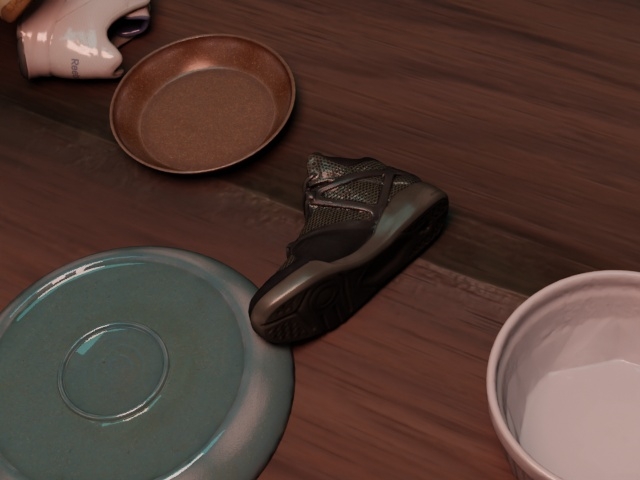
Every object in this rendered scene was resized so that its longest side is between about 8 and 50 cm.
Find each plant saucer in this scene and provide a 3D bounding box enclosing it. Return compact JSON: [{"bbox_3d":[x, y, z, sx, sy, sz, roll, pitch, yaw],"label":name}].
[{"bbox_3d":[-0.182,0.125,1.070,0.317,0.044,0.318,-4,54,6],"label":"plant saucer"},{"bbox_3d":[-0.122,-0.138,1.258,0.198,0.036,0.199,-5,53,6],"label":"plant saucer"}]

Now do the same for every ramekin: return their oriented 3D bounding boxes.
[{"bbox_3d":[0.237,0.137,0.952,0.207,0.109,0.207,-4,53,5],"label":"ramekin"}]

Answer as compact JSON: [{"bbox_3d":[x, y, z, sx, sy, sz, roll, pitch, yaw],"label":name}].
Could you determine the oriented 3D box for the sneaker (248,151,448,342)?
[{"bbox_3d":[0.000,0.000,1.108,0.227,0.087,0.130,-40,56,-23],"label":"sneaker"}]

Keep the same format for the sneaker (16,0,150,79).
[{"bbox_3d":[-0.247,-0.292,1.367,0.129,0.111,0.297,13,61,2],"label":"sneaker"}]

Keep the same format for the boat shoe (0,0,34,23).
[{"bbox_3d":[-0.379,-0.345,1.328,0.123,0.123,0.342,-49,30,11],"label":"boat shoe"}]
